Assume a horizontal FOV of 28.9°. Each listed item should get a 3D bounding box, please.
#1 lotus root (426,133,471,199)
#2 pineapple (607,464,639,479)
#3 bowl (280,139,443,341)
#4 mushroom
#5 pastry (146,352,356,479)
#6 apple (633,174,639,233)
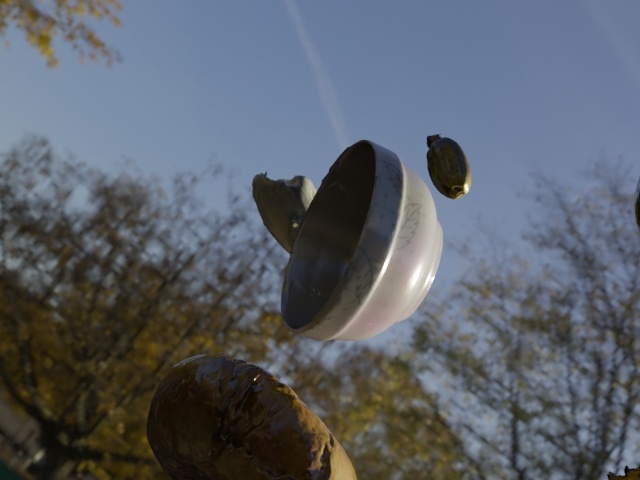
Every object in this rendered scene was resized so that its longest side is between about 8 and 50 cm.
[{"bbox_3d":[0.166,-0.099,1.621,0.054,0.049,0.099,114,-38,-51],"label":"lotus root"},{"bbox_3d":[0.457,0.395,1.647,0.076,0.224,0.225,-2,16,-38],"label":"pineapple"},{"bbox_3d":[0.069,0.016,1.719,0.144,0.287,0.287,21,-8,-18],"label":"bowl"},{"bbox_3d":[-0.002,0.001,1.897,0.278,0.096,0.099,49,-19,1],"label":"mushroom"},{"bbox_3d":[-0.087,0.299,1.688,0.356,0.164,0.356,34,-27,20],"label":"pastry"},{"bbox_3d":[0.398,-0.040,1.182,0.196,0.157,0.196,21,-6,2],"label":"apple"}]
